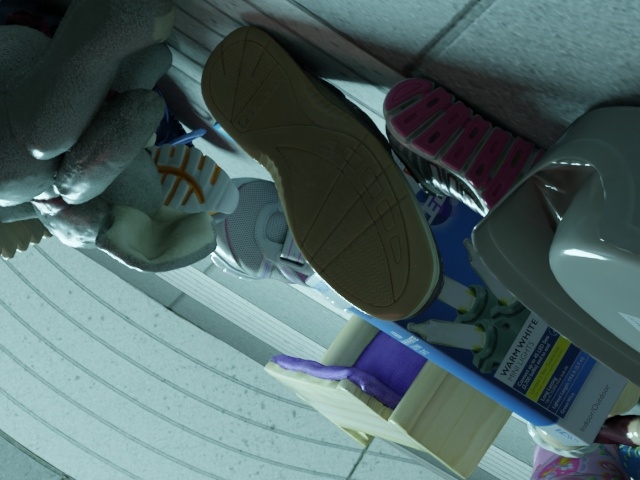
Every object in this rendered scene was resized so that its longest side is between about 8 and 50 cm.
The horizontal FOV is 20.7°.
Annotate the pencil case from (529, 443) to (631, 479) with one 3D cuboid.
[{"bbox_3d":[0.285,0.281,1.908,0.124,0.124,0.284,31,-168,3],"label":"pencil case"}]

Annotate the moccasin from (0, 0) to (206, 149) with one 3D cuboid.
[{"bbox_3d":[-0.208,-0.105,1.721,0.117,0.137,0.342,15,162,44],"label":"moccasin"}]

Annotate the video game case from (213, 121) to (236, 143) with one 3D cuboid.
[{"bbox_3d":[-0.032,-0.086,1.627,0.119,0.015,0.166,33,170,-11],"label":"video game case"}]

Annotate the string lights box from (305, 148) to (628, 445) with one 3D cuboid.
[{"bbox_3d":[0.133,0.044,1.424,0.260,0.133,0.077,32,171,-3],"label":"string lights box"}]

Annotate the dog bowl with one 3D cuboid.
[{"bbox_3d":[0.268,0.040,1.094,0.349,0.102,0.349,31,170,6],"label":"dog bowl"}]

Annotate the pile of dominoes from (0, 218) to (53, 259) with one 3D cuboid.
[{"bbox_3d":[-0.329,-0.072,1.628,0.196,0.040,0.251,68,-162,-6],"label":"pile of dominoes"}]

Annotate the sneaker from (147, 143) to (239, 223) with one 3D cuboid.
[{"bbox_3d":[-0.163,-0.034,1.642,0.215,0.084,0.083,2,141,33],"label":"sneaker"}]

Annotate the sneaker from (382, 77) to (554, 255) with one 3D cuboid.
[{"bbox_3d":[0.112,-0.049,1.246,0.170,0.063,0.075,37,170,-1],"label":"sneaker"}]

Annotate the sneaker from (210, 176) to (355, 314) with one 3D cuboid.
[{"bbox_3d":[0.000,0.000,1.693,0.252,0.103,0.111,18,165,-34],"label":"sneaker"}]

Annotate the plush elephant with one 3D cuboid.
[{"bbox_3d":[-0.212,-0.092,1.484,0.272,0.330,0.255,21,-174,31],"label":"plush elephant"}]

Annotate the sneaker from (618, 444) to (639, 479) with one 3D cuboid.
[{"bbox_3d":[0.350,0.230,1.811,0.126,0.091,0.240,26,169,32],"label":"sneaker"}]

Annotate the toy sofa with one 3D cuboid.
[{"bbox_3d":[0.084,0.153,2.058,0.177,0.150,0.362,39,169,-13],"label":"toy sofa"}]

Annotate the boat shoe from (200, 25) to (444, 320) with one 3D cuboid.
[{"bbox_3d":[0.014,-0.051,1.309,0.092,0.103,0.285,14,-150,-51],"label":"boat shoe"}]

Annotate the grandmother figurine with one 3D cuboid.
[{"bbox_3d":[0.241,0.146,1.708,0.208,0.104,0.342,43,172,18],"label":"grandmother figurine"}]
